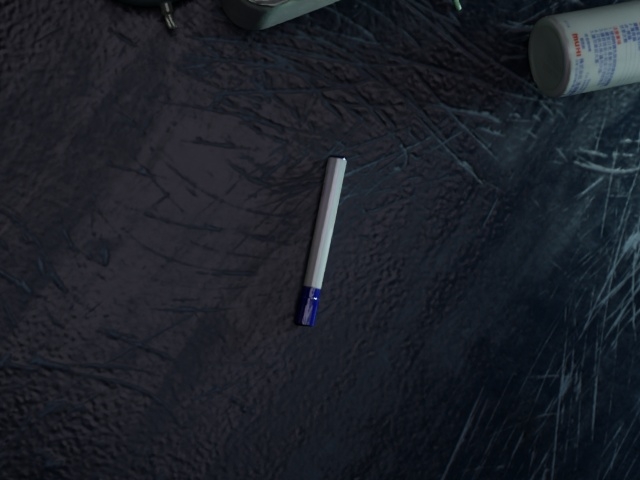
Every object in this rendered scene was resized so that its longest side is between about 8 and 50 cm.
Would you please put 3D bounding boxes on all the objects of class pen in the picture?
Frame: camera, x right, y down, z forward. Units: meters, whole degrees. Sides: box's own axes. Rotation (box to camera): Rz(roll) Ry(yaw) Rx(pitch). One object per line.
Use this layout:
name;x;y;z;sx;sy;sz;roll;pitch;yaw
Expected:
pen;0.001;0.000;1.251;0.033;0.033;0.269;11;88;-11

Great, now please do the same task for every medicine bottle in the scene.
medicine bottle;0.516;-0.321;1.298;0.340;0.130;0.130;-12;93;-10

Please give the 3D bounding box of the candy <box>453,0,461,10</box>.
candy;0.189;-0.457;1.277;0.062;0.058;0.194;-16;104;17

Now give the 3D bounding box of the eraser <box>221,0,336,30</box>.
eraser;-0.034;-0.449;1.180;0.331;0.150;0.331;0;89;-14

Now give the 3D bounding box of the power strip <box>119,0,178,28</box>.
power strip;-0.271;-0.427;1.179;0.167;0.054;0.253;-38;97;-6
